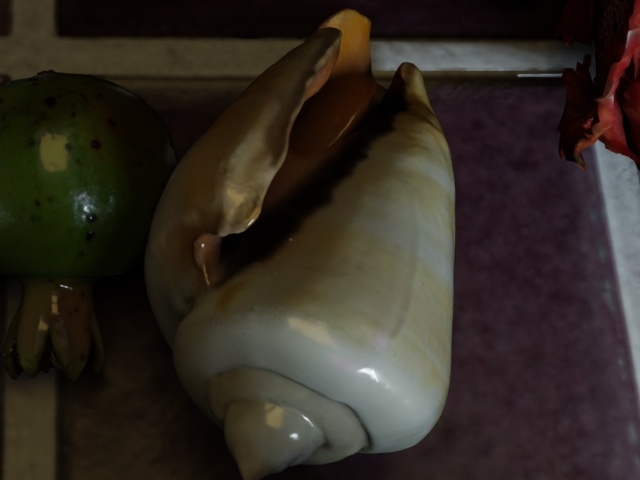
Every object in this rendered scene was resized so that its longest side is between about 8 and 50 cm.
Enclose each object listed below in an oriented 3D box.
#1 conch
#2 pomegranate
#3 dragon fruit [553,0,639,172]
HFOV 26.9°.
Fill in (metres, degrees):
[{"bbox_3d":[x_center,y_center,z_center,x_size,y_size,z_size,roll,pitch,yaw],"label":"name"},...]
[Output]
[{"bbox_3d":[-0.008,0.007,0.622,0.158,0.127,0.255,39,36,-15],"label":"conch"},{"bbox_3d":[-0.119,-0.007,0.612,0.114,0.114,0.142,-1,91,-8],"label":"pomegranate"},{"bbox_3d":[0.252,-0.138,0.627,0.302,0.295,0.295,8,64,-21],"label":"dragon fruit"}]
